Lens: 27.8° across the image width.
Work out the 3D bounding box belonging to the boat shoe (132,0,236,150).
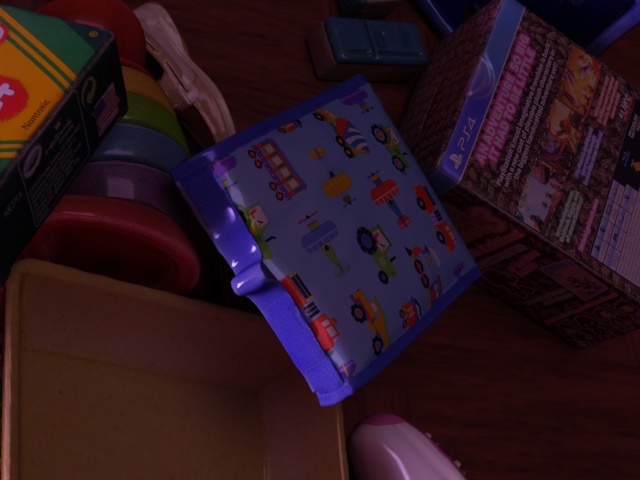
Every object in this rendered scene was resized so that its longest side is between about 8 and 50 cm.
[{"bbox_3d":[-0.140,-0.142,1.214,0.059,0.063,0.170,-29,81,-30],"label":"boat shoe"}]

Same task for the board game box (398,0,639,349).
[{"bbox_3d":[0.231,-0.066,1.341,0.291,0.141,0.232,32,60,-15],"label":"board game box"}]

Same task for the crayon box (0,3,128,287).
[{"bbox_3d":[-0.331,-0.100,0.952,0.318,0.081,0.202,15,50,15],"label":"crayon box"}]

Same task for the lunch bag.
[{"bbox_3d":[0.000,0.000,1.091,0.221,0.138,0.293,59,23,-2],"label":"lunch bag"}]

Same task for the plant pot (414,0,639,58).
[{"bbox_3d":[0.263,-0.318,1.454,0.236,0.236,0.212,51,45,0],"label":"plant pot"}]

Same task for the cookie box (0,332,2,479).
[{"bbox_3d":[-0.255,0.130,1.008,0.092,0.040,0.107,-13,74,-37],"label":"cookie box"}]

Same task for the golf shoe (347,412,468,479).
[{"bbox_3d":[0.090,0.297,1.102,0.140,0.115,0.306,-21,78,-35],"label":"golf shoe"}]

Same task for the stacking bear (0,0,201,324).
[{"bbox_3d":[-0.195,-0.089,1.093,0.164,0.175,0.289,7,56,-28],"label":"stacking bear"}]

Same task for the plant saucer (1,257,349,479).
[{"bbox_3d":[-0.117,0.208,0.999,0.333,0.081,0.333,17,58,-41],"label":"plant saucer"}]

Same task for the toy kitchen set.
[{"bbox_3d":[0.060,-0.296,1.348,0.122,0.166,0.207,-4,69,-34],"label":"toy kitchen set"}]
